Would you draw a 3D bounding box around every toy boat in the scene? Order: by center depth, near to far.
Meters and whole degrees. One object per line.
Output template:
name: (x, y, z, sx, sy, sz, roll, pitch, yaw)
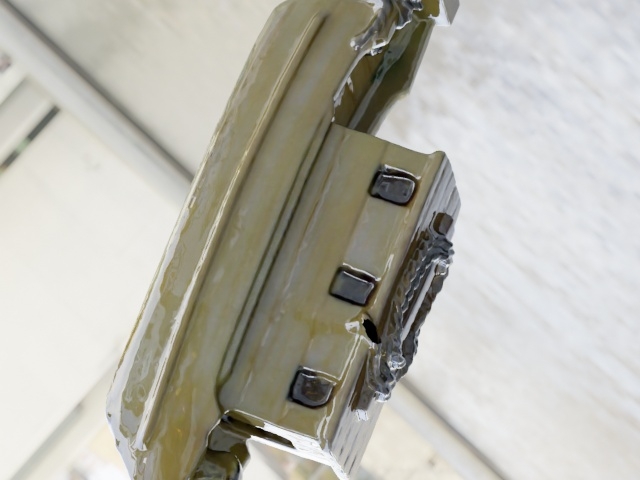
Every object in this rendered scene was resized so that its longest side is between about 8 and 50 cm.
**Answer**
toy boat: (0.000, 0.000, 0.487, 0.077, 0.201, 0.057, 17, 164, 17)
